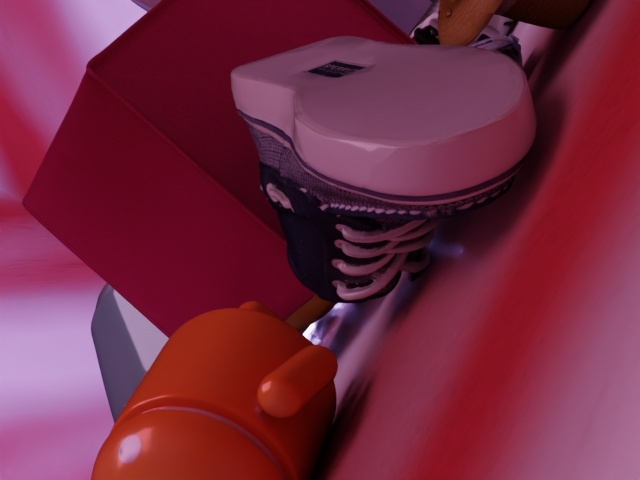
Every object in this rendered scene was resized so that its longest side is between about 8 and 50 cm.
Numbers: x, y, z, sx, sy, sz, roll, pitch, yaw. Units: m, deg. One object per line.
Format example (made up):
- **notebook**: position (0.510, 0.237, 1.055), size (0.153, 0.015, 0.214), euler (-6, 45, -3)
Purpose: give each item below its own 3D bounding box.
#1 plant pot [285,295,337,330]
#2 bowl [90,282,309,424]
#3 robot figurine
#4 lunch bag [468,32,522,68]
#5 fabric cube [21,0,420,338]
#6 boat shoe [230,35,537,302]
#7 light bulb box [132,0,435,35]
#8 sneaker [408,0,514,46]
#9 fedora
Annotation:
- **plant pot**: position (-0.016, 0.028, 1.279), size (0.095, 0.134, 0.134), euler (-19, 36, 49)
- **bowl**: position (-0.164, 0.097, 1.466), size (0.311, 0.163, 0.311), euler (-35, -16, -12)
- **robot figurine**: position (-0.063, 0.126, 0.732), size (0.219, 0.158, 0.128), euler (-63, -37, -57)
- **lunch bag**: position (0.106, -0.106, 0.802), size (0.083, 0.053, 0.071), euler (-51, 6, 18)
- **fabric cube**: position (-0.069, -0.079, 1.043), size (0.259, 0.254, 0.258), euler (-50, 2, -34)
- **boat shoe**: position (0.042, -0.028, 0.704), size (0.127, 0.158, 0.340), euler (-19, 18, -9)
- **light bulb box**: position (0.034, -0.328, 1.317), size (0.358, 0.361, 0.225), euler (-61, 3, 6)
- **sneaker**: position (0.146, -0.217, 1.071), size (0.234, 0.078, 0.106), euler (-55, 2, 37)
- **fedora**: position (0.137, -0.188, 0.702), size (0.194, 0.079, 0.194), euler (-157, 90, -82)
